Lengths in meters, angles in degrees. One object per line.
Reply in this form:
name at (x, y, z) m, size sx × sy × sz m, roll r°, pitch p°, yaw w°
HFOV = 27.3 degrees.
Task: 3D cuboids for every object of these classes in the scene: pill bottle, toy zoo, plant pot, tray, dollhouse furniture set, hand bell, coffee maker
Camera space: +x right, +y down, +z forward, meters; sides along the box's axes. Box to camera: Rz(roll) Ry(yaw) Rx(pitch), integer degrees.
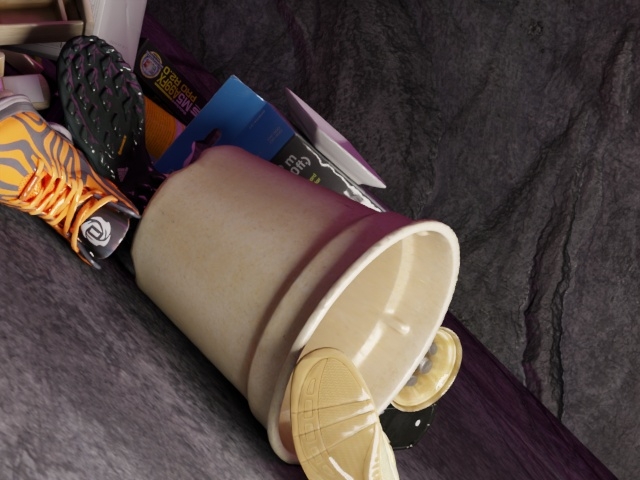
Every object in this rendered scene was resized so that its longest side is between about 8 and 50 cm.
pill bottle at (-0.311, -0.182, 2.100) m, size 0.215 × 0.117 × 0.117 m, roll 37°, pitch 10°, yaw -37°
toy zoo at (-0.563, -0.379, 2.231) m, size 0.192 × 0.030 × 0.293 m, roll 38°, pitch 9°, yaw -28°
plant pot at (-0.051, 0.047, 1.603) m, size 0.305 × 0.334 × 0.334 m, roll 35°, pitch 4°, yaw 27°
tray at (0.013, -0.153, 2.021) m, size 0.145 × 0.030 × 0.270 m, roll 41°, pitch 7°, yaw -21°
dollhouse furniture set at (-0.374, -0.358, 1.649) m, size 0.198 × 0.303 × 0.286 m, roll -7°, pitch 58°, yaw -21°
hand bell at (0.071, 0.124, 1.824) m, size 0.126 × 0.126 × 0.242 m, roll 34°, pitch 1°, yaw -43°
coffee maker at (0.054, 0.200, 1.852) m, size 0.171 × 0.120 × 0.178 m, roll 32°, pitch 13°, yaw -48°

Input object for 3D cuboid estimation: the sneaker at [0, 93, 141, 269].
sneaker at (-0.301, -0.061, 1.511) m, size 0.180 × 0.125 × 0.321 m, roll 43°, pitch 8°, yaw 8°

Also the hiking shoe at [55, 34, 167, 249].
hiking shoe at (-0.279, -0.115, 1.721) m, size 0.132 × 0.113 × 0.304 m, roll -17°, pitch -86°, yaw 61°

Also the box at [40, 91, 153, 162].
box at (-0.321, -0.127, 1.827) m, size 0.162 × 0.116 × 0.029 m, roll 43°, pitch 48°, yaw -7°

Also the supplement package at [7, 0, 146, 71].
supplement package at (-0.413, -0.376, 1.970) m, size 0.262 × 0.198 × 0.199 m, roll 13°, pitch 3°, yaw 8°

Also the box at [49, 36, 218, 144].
box at (-0.319, -0.264, 2.226) m, size 0.270 × 0.060 × 0.216 m, roll 16°, pitch -22°, yaw 44°

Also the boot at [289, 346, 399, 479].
boot at (0.032, 0.225, 1.475) m, size 0.203 × 0.095 × 0.262 m, roll -91°, pitch 161°, yaw -81°

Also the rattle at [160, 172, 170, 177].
rattle at (-0.260, -0.043, 1.926) m, size 0.199 × 0.143 × 0.130 m, roll 6°, pitch 27°, yaw -6°

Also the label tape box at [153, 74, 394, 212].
label tape box at (-0.080, -0.043, 2.008) m, size 0.347 × 0.249 × 0.115 m, roll 40°, pitch 8°, yaw -16°
